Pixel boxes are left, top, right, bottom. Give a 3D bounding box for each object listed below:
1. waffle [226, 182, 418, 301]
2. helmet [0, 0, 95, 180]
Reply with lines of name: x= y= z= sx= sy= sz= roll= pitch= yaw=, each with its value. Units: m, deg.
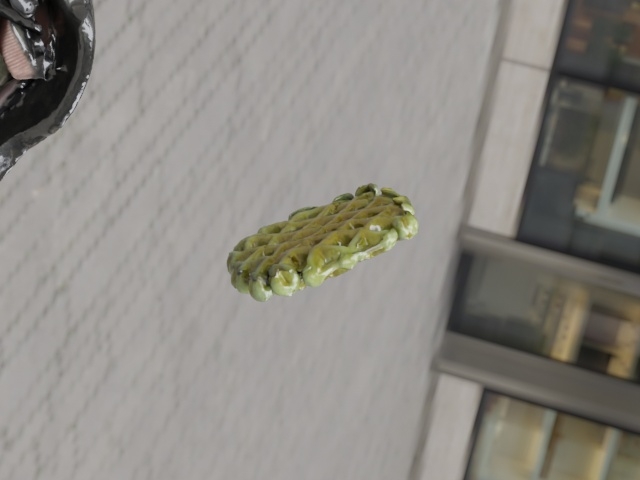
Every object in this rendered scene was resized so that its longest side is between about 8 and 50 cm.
waffle: x=0.000 y=0.000 z=1.423 sx=0.169 sy=0.183 sz=0.036 roll=-131 pitch=-161 yaw=-70
helmet: x=-0.251 y=-0.114 z=0.870 sx=0.198 sy=0.253 sz=0.154 roll=50 pitch=16 yaw=-42
